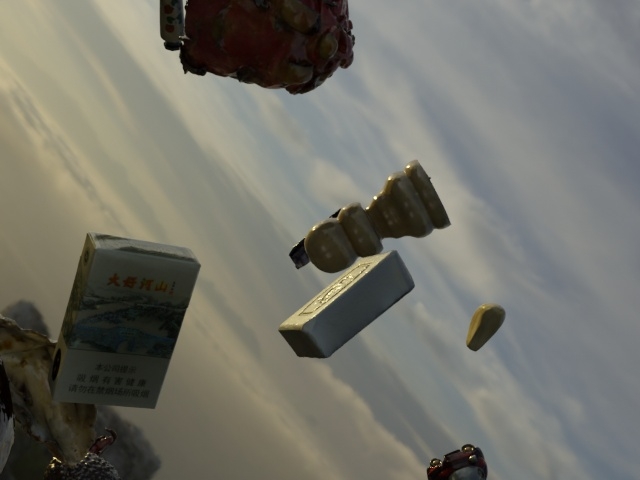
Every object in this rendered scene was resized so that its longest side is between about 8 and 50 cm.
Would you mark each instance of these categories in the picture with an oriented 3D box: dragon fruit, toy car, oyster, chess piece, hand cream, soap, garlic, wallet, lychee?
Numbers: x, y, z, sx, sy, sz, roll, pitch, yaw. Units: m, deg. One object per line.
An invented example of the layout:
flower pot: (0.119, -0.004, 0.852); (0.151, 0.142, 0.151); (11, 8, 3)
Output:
dragon fruit: (-0.066, -0.392, 1.697); (0.263, 0.296, 0.314); (36, -56, 21)
toy car: (0.315, 0.539, 2.123); (0.112, 0.139, 0.112); (-111, -173, -64)
oyster: (-0.481, 0.218, 1.531); (0.341, 0.166, 0.110); (43, -17, -32)
chess piece: (0.096, -0.027, 1.715); (0.143, 0.261, 0.143); (60, 4, -7)
hand cream: (-0.337, -0.557, 2.140); (0.059, 0.095, 0.276); (10, -46, 5)
soap: (0.038, 0.093, 1.354); (0.064, 0.183, 0.121); (55, -20, -8)
garlic: (0.237, 0.121, 1.357); (0.041, 0.083, 0.053); (27, 23, -5)
dragon fruit: (-0.512, 0.487, 2.049); (0.094, 0.190, 0.094); (17, -37, 13)
wallet: (0.001, 0.001, 2.203); (0.030, 0.166, 0.111); (48, -5, 19)
lychee: (-0.486, 0.501, 1.913); (0.171, 0.171, 0.171); (49, -7, 8)

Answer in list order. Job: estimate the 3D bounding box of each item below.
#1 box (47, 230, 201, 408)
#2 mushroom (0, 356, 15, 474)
box: (-0.298, 0.125, 1.430); (0.164, 0.256, 0.069); (10, 19, -29)
mushroom: (-0.498, 0.169, 1.138); (0.345, 0.239, 0.345); (-4, 90, -78)
